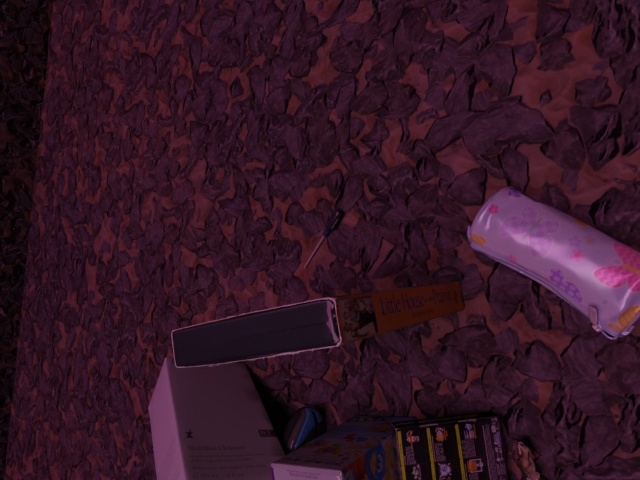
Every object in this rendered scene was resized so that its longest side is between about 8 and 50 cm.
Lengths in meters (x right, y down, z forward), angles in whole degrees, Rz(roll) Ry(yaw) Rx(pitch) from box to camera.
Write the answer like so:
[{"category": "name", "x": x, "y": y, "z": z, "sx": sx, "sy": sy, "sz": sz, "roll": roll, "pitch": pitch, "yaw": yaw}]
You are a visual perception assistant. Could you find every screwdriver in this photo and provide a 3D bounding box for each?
[{"category": "screwdriver", "x": 0.000, "y": 0.000, "z": 1.008, "sx": 0.024, "sy": 0.025, "sz": 0.170, "roll": 46, "pitch": 113, "yaw": 28}]

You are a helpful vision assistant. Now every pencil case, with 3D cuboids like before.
[{"category": "pencil case", "x": 0.366, "y": 0.026, "z": 0.687, "sx": 0.273, "sy": 0.113, "sz": 0.124, "roll": 40, "pitch": 102, "yaw": 31}]

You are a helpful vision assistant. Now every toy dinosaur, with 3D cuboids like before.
[{"category": "toy dinosaur", "x": 0.367, "y": 0.452, "z": 0.705, "sx": 0.118, "sy": 0.064, "sz": 0.268, "roll": -9, "pitch": 84, "yaw": 51}]

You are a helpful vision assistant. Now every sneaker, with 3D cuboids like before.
[{"category": "sneaker", "x": -0.104, "y": 0.506, "z": 1.005, "sx": 0.140, "sy": 0.125, "sz": 0.340, "roll": 31, "pitch": 104, "yaw": 37}]

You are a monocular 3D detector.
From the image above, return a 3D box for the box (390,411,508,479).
[{"category": "box", "x": 0.221, "y": 0.398, "z": 0.754, "sx": 0.184, "sy": 0.045, "sz": 0.190, "roll": -6, "pitch": 82, "yaw": -3}]

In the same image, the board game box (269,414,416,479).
[{"category": "board game box", "x": 0.062, "y": 0.421, "z": 0.792, "sx": 0.144, "sy": 0.275, "sz": 0.142, "roll": -14, "pitch": 81, "yaw": 35}]

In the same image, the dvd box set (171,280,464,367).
[{"category": "dvd box set", "x": 0.022, "y": 0.131, "z": 0.744, "sx": 0.308, "sy": 0.420, "sz": 0.062, "roll": -17, "pitch": 78, "yaw": 33}]

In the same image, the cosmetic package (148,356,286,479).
[{"category": "cosmetic package", "x": -0.231, "y": 0.425, "z": 0.959, "sx": 0.385, "sy": 0.217, "sz": 0.156, "roll": 42, "pitch": 115, "yaw": 56}]
